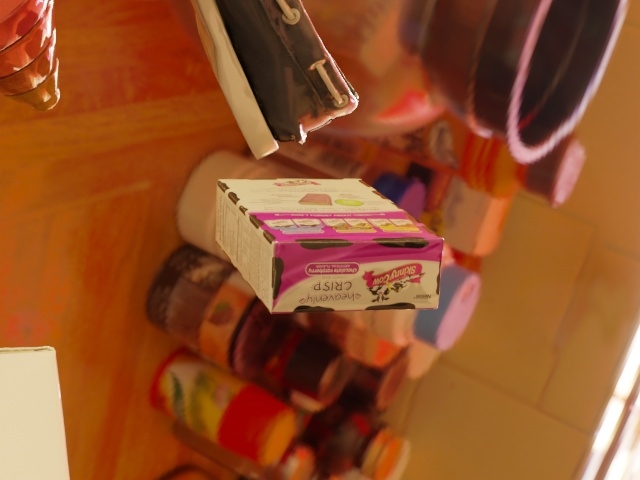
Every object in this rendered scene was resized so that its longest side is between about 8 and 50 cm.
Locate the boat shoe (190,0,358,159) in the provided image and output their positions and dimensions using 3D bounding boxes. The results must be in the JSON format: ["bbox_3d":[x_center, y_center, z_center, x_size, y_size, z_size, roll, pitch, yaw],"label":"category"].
[{"bbox_3d":[-0.039,-0.150,0.628,0.079,0.095,0.254,-23,130,-2],"label":"boat shoe"}]

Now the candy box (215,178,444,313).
[{"bbox_3d":[0.000,0.000,1.159,0.159,0.233,0.071,-1,107,-17],"label":"candy box"}]

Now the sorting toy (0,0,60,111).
[{"bbox_3d":[-0.284,-0.042,0.800,0.365,0.127,0.126,-55,146,-21],"label":"sorting toy"}]

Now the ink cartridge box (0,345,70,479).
[{"bbox_3d":[-0.220,0.228,0.785,0.114,0.197,0.273,-4,135,-15],"label":"ink cartridge box"}]
